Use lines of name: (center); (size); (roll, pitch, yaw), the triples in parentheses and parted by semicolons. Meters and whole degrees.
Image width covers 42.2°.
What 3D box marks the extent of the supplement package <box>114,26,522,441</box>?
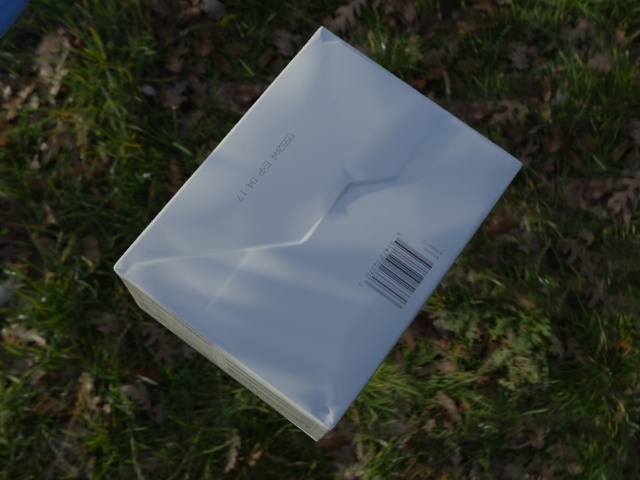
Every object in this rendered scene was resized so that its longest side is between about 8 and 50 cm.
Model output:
supplement package: (0.000, 0.000, 0.696); (0.204, 0.145, 0.261); (36, 74, 6)

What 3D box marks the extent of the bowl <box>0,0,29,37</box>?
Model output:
bowl: (-0.458, -0.312, 0.787); (0.392, 0.077, 0.390); (-1, 74, 2)
